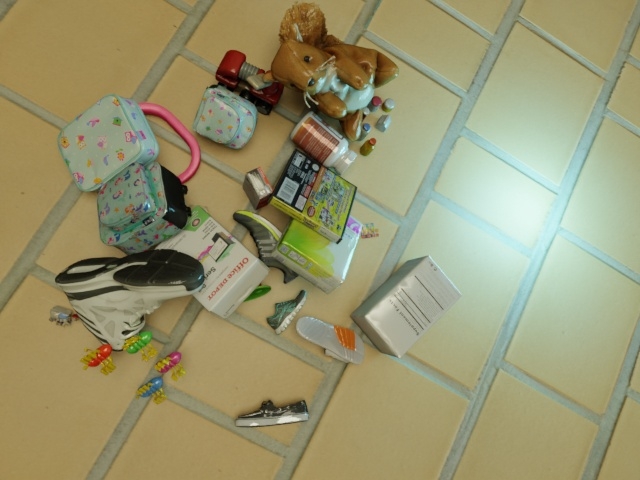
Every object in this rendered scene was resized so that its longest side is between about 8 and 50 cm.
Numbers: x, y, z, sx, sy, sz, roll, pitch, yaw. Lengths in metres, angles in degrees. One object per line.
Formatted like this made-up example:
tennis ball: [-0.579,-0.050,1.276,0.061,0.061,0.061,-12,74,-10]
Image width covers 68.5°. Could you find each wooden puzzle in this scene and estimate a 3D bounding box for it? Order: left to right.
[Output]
wooden puzzle: [0.164,-0.034,1.632,0.083,0.006,0.049,-7,83,-13]

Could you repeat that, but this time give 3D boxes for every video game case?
video game case: [-0.015,-0.145,1.479,0.248,0.035,0.275,31,43,-11]

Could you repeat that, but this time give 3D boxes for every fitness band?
fitness band: [-0.520,-0.306,1.502,0.209,0.054,0.291,-44,94,-15]

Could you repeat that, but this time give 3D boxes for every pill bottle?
pill bottle: [0.013,-0.322,1.583,0.216,0.121,0.121,40,76,-4]

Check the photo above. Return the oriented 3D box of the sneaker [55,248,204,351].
sneaker: [-0.501,0.176,1.328,0.447,0.169,0.258,-3,118,18]

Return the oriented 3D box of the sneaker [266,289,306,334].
sneaker: [-0.109,0.218,1.510,0.076,0.065,0.166,38,75,0]

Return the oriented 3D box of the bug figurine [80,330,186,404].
bug figurine: [-0.514,0.350,1.326,0.216,0.072,0.279,-32,125,12]

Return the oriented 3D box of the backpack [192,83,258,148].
backpack: [-0.298,-0.387,1.503,0.188,0.144,0.166,21,115,-18]

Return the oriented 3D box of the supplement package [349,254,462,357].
supplement package: [0.273,0.214,1.530,0.293,0.177,0.175,-41,92,-14]

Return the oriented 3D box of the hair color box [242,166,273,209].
hair color box: [-0.199,-0.161,1.489,0.053,0.167,0.093,-28,89,-14]

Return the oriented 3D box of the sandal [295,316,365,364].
sandal: [0.025,0.320,1.514,0.265,0.076,0.102,29,53,-18]

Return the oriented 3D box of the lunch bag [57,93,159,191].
lunch bag: [-0.630,-0.276,1.397,0.279,0.108,0.224,-29,91,19]

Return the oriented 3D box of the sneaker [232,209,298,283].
sneaker: [-0.170,0.018,1.504,0.300,0.111,0.121,40,80,-2]

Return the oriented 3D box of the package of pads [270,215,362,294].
package of pads: [0.000,0.000,1.473,0.229,0.101,0.297,35,43,-10]

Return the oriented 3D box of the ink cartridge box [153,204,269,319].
ink cartridge box: [-0.322,0.063,1.386,0.278,0.117,0.201,39,81,22]

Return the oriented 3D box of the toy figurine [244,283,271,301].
toy figurine: [-0.260,0.109,1.485,0.173,0.130,0.159,-24,73,10]

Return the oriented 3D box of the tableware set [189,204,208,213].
tableware set: [-0.416,-0.030,1.500,0.141,0.020,0.169,-13,88,-8]

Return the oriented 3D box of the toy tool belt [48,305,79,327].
toy tool belt: [-0.754,0.229,1.381,0.083,0.052,0.051,22,109,-5]

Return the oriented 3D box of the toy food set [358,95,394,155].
toy food set: [0.189,-0.423,1.643,0.111,0.104,0.232,32,77,-6]

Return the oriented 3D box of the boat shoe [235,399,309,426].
boat shoe: [-0.149,0.530,1.451,0.228,0.080,0.076,-3,65,-9]

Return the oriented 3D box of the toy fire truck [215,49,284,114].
toy fire truck: [-0.227,-0.517,1.494,0.217,0.246,0.159,26,77,-8]

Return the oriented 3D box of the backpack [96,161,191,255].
backpack: [-0.533,-0.084,1.364,0.253,0.191,0.225,-33,57,18]

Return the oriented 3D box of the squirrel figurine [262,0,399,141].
squirrel figurine: [-0.017,-0.549,1.476,0.370,0.281,0.397,-3,54,-43]
